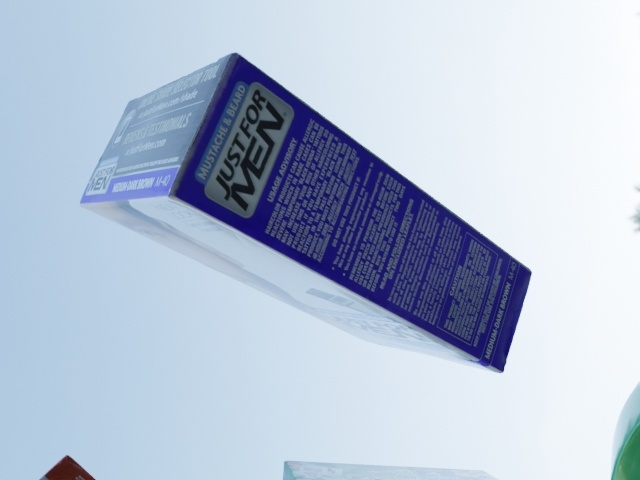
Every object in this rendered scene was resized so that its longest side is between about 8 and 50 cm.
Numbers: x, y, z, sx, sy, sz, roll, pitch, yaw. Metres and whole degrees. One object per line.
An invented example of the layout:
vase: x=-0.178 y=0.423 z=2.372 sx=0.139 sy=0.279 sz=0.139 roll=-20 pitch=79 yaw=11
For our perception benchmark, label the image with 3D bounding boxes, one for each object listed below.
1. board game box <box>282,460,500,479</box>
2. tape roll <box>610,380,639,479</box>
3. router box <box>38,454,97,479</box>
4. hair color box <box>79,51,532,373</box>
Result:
board game box: x=0.118 y=0.350 z=0.804 sx=0.317 sy=0.213 sz=0.046 roll=6 pitch=-98 yaw=-9
tape roll: x=0.419 y=0.225 z=0.497 sx=0.077 sy=0.321 sz=0.321 roll=-30 pitch=-68 yaw=-59
router box: x=-0.318 y=0.500 z=0.745 sx=0.335 sy=0.082 sz=0.301 roll=40 pitch=-140 yaw=4
hair color box: x=0.000 y=0.000 z=0.499 sx=0.339 sy=0.185 sz=0.110 roll=32 pitch=-107 yaw=-33
